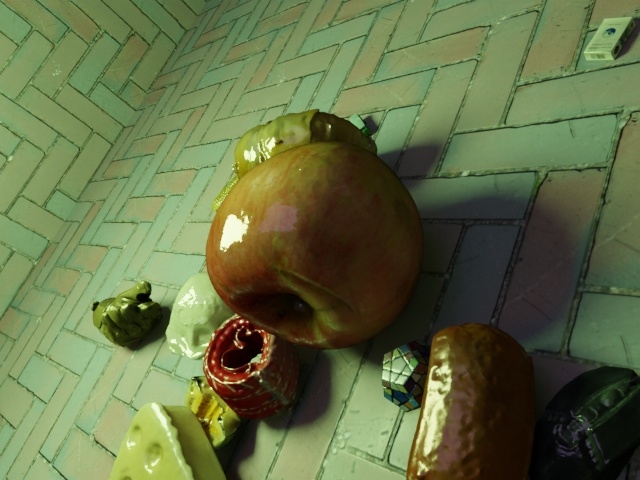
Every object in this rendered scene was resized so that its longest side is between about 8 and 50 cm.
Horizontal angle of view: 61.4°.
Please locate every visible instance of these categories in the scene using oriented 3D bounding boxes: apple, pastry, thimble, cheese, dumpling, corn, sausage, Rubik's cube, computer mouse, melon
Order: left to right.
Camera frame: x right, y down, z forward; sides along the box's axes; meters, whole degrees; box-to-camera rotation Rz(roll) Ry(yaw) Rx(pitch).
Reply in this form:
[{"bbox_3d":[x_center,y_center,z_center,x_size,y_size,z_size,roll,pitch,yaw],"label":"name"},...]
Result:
[{"bbox_3d":[-0.287,0.475,0.979,0.384,0.104,0.384,-16,62,34],"label":"cheese"},{"bbox_3d":[-0.214,0.358,1.087,0.160,0.079,0.128,45,111,38],"label":"melon"},{"bbox_3d":[-0.235,0.162,1.231,0.193,0.147,0.258,24,68,20],"label":"dumpling"},{"bbox_3d":[-0.218,-0.150,1.517,0.238,0.080,0.080,-50,37,1],"label":"corn"},{"bbox_3d":[-0.131,0.235,1.034,0.163,0.125,0.189,-22,39,5],"label":"thimble"},{"bbox_3d":[-0.037,-0.149,1.180,0.316,0.284,0.184,-9,71,33],"label":"pastry"},{"bbox_3d":[0.000,0.000,0.941,0.364,0.364,0.364,-26,43,28],"label":"apple"},{"bbox_3d":[0.144,0.209,0.833,0.111,0.093,0.111,-28,41,27],"label":"Rubik's cube"},{"bbox_3d":[0.198,0.235,0.703,0.141,0.153,0.268,11,64,11],"label":"sausage"},{"bbox_3d":[0.323,0.233,0.658,0.192,0.062,0.106,-49,37,3],"label":"computer mouse"}]

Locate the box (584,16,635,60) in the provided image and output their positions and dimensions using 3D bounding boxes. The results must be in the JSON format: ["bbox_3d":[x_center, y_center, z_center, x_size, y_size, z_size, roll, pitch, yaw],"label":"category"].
[{"bbox_3d":[0.532,-0.371,0.993,0.083,0.024,0.054,-56,36,-7],"label":"box"}]

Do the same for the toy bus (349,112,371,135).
[{"bbox_3d":[0.099,-0.287,1.346,0.031,0.037,0.083,-38,38,14],"label":"toy bus"}]

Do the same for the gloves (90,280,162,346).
[{"bbox_3d":[-0.524,0.207,1.474,0.331,0.141,0.154,-12,24,51],"label":"gloves"}]
